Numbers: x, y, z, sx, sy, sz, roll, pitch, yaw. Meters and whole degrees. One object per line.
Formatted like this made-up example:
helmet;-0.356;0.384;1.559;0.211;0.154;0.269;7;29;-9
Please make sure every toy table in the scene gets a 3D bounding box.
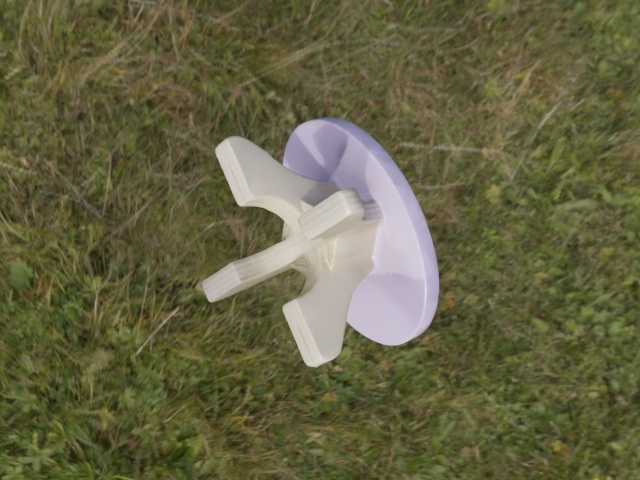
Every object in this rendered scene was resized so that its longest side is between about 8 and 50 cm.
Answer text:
toy table;0.000;0.000;0.922;0.161;0.252;0.274;-17;68;-45
